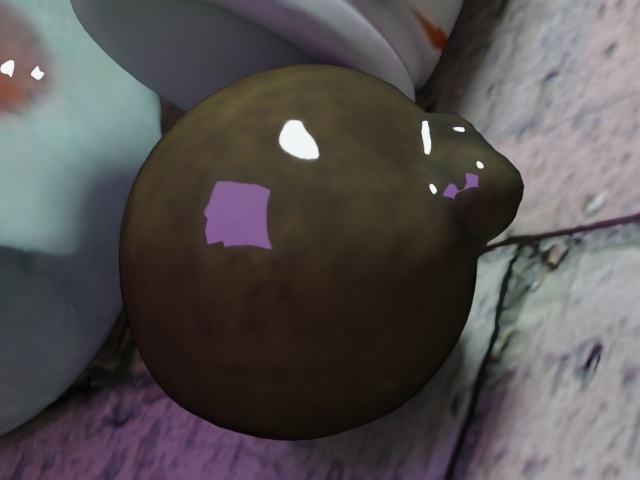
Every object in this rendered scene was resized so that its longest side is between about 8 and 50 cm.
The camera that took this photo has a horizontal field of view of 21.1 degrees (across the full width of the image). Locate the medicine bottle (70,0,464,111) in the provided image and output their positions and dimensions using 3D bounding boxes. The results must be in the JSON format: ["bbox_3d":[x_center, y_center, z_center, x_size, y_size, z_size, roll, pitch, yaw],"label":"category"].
[{"bbox_3d":[0.013,-0.226,0.961,0.202,0.202,0.316,1,62,51],"label":"medicine bottle"}]

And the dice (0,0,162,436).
[{"bbox_3d":[-0.272,-0.041,1.054,0.262,0.264,0.268,-40,43,37],"label":"dice"}]

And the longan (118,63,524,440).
[{"bbox_3d":[0.000,0.000,0.815,0.204,0.159,0.185,-18,59,27],"label":"longan"}]
